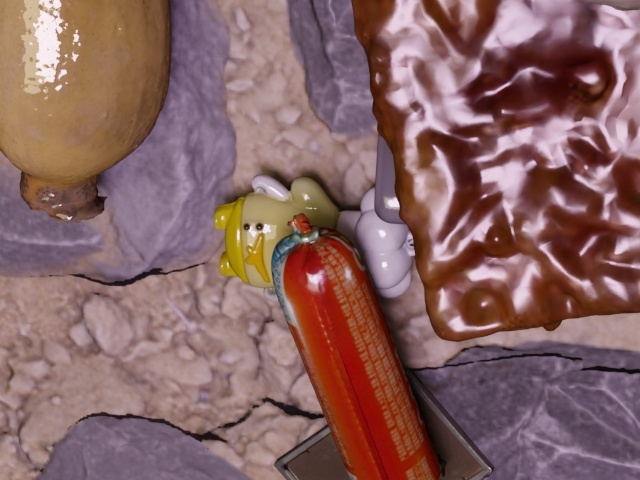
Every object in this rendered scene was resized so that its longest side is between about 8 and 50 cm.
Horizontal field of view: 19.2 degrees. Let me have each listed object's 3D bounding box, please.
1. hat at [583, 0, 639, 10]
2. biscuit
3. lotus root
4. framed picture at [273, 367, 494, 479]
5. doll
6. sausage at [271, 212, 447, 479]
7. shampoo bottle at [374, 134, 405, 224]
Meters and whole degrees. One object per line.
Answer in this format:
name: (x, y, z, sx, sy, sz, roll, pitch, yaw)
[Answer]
hat: (0.187, -0.237, 1.092, 0.166, 0.144, 0.173, 32, 127, -2)
biscuit: (0.196, -0.149, 1.255, 0.342, 0.166, 0.395, -9, 101, 15)
lotus root: (-0.181, -0.155, 1.392, 0.146, 0.131, 0.303, -9, 112, -28)
framed picture: (0.050, 0.182, 1.532, 0.149, 0.011, 0.109, -37, 97, 25)
doll: (0.000, 0.000, 1.447, 0.162, 0.062, 0.106, 0, 115, 14)
sausage: (0.023, 0.089, 1.417, 0.083, 0.083, 0.264, -9, 123, 19)
shampoo bottle: (0.123, -0.047, 1.393, 0.165, 0.040, 0.080, 3, 75, 1)
